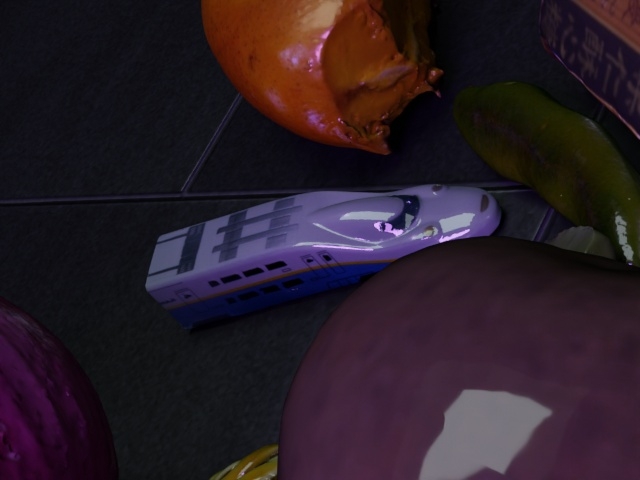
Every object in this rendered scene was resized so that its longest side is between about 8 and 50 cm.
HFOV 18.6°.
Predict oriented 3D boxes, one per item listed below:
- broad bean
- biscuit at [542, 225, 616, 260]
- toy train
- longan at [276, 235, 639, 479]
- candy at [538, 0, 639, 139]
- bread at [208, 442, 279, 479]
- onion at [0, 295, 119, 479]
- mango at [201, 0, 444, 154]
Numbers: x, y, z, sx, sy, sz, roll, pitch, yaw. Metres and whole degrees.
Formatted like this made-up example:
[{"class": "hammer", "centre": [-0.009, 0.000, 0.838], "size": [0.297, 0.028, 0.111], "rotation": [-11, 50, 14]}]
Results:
[{"class": "broad bean", "centre": [0.138, -0.042, 1.115], "size": [0.065, 0.046, 0.254], "rotation": [-62, 32, 17]}, {"class": "biscuit", "centre": [0.056, 0.125, 1.003], "size": [0.322, 0.038, 0.099], "rotation": [-55, 13, -20]}, {"class": "toy train", "centre": [0.000, 0.000, 1.200], "size": [0.234, 0.051, 0.052], "rotation": [-16, 45, 32]}, {"class": "longan", "centre": [0.093, 0.104, 0.846], "size": [0.246, 0.215, 0.246], "rotation": [0, 57, 0]}, {"class": "candy", "centre": [0.203, -0.100, 1.065], "size": [0.101, 0.143, 0.271], "rotation": [-3, 30, -20]}, {"class": "bread", "centre": [-0.041, 0.162, 1.008], "size": [0.130, 0.071, 0.139], "rotation": [-60, 10, -5]}, {"class": "onion", "centre": [-0.222, 0.191, 0.990], "size": [0.358, 0.345, 0.358], "rotation": [-168, 90, -75]}, {"class": "mango", "centre": [-0.002, -0.158, 1.314], "size": [0.154, 0.126, 0.252], "rotation": [-27, 34, 1]}]
